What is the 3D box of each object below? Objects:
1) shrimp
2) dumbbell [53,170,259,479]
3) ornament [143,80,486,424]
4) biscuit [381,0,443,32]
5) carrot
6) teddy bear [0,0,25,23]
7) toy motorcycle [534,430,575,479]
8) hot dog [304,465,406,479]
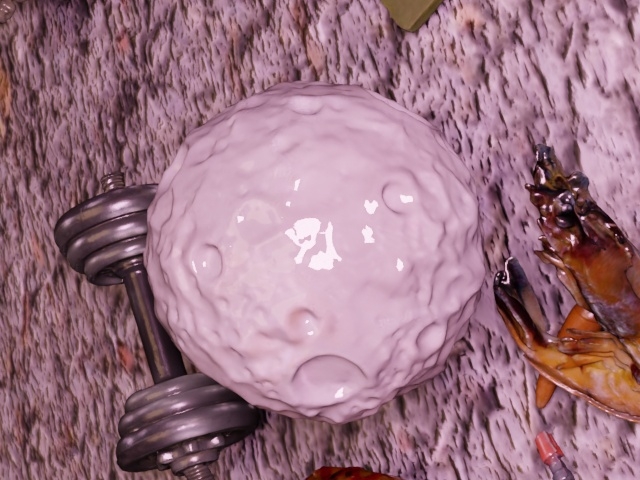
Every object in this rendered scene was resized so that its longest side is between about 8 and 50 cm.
[{"bbox_3d":[0.232,0.053,1.038,0.178,0.075,0.289,-24,116,45],"label":"shrimp"},{"bbox_3d":[-0.200,0.105,1.400,0.179,0.179,0.406,-30,71,37],"label":"dumbbell"},{"bbox_3d":[0.000,0.000,1.124,0.337,0.337,0.337,1,92,41],"label":"ornament"},{"bbox_3d":[0.166,-0.353,1.165,0.322,0.038,0.099,-48,66,30],"label":"biscuit"},{"bbox_3d":[0.241,0.104,1.115,0.035,0.035,0.142,43,123,31],"label":"carrot"},{"bbox_3d":[-0.509,-0.452,1.537,0.224,0.367,0.357,-36,64,61],"label":"teddy bear"},{"bbox_3d":[0.318,0.189,0.919,0.325,0.147,0.221,-44,45,25],"label":"toy motorcycle"},{"bbox_3d":[0.009,0.367,1.221,0.405,0.185,0.223,-39,68,34],"label":"hot dog"}]
